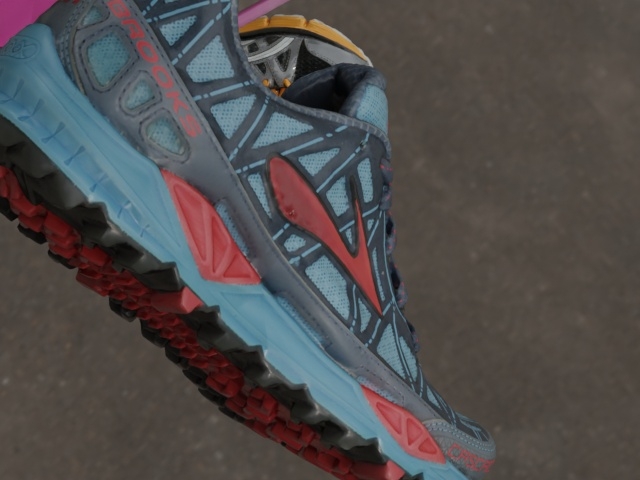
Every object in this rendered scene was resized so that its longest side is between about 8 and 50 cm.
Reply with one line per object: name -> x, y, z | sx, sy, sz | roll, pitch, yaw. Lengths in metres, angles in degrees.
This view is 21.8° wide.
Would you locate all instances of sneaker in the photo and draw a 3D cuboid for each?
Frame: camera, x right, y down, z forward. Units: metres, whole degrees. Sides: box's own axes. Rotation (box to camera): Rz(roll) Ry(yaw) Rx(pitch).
sneaker -> 0.000, 0.000, 0.585 | 0.125, 0.104, 0.262 | -54, 128, -14
sneaker -> -0.065, -0.121, 1.263 | 0.215, 0.084, 0.083 | 5, 60, 10

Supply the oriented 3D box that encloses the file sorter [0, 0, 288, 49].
file sorter -> -0.111, -0.257, 0.882 | 0.202, 0.182, 0.290 | -40, 123, -50
